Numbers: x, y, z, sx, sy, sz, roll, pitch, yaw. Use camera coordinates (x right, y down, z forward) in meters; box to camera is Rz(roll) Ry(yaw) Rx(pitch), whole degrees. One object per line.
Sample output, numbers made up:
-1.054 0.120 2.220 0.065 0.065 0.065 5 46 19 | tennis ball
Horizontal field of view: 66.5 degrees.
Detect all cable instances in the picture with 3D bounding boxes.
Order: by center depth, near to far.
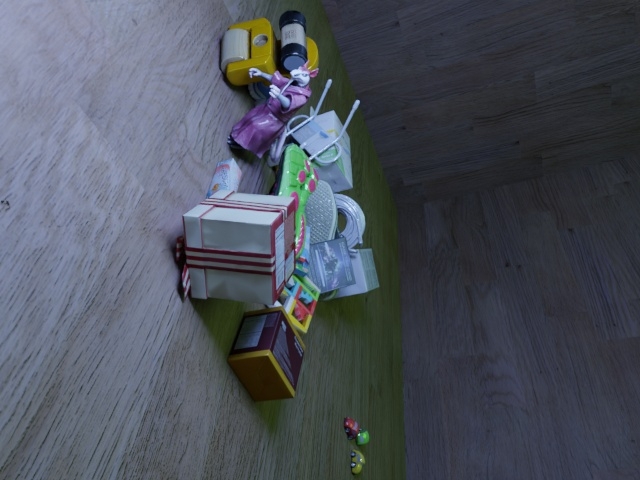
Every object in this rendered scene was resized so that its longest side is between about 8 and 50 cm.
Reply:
0.070 -0.076 2.151 0.089 0.257 0.257 -11 105 -77 | cable

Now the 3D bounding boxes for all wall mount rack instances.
-0.006 -0.477 1.971 0.350 0.304 0.130 49 -6 36 | wall mount rack

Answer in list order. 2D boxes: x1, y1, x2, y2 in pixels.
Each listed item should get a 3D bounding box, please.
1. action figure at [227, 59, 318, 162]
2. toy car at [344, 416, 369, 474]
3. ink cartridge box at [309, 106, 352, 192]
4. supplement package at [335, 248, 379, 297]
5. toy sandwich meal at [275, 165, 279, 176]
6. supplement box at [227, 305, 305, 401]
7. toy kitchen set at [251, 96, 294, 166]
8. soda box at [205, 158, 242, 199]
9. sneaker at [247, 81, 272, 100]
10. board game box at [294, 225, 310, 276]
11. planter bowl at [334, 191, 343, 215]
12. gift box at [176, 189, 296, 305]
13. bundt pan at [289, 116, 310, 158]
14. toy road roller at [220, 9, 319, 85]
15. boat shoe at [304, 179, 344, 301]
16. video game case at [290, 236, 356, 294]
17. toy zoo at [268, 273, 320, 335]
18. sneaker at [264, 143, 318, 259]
-0.128 -0.421 1.601 0.275 0.370 0.248 33 29 -37 | action figure
0.175 0.887 2.171 0.225 0.053 0.239 14 66 -69 | toy car
0.046 -0.409 2.116 0.207 0.119 0.354 48 34 -54 | ink cartridge box
0.137 0.152 2.292 0.262 0.199 0.198 1 77 -71 | supplement package
-0.164 -0.279 1.953 0.085 0.029 0.086 -7 90 -72 | toy sandwich meal
-0.151 0.333 1.441 0.194 0.129 0.191 -76 148 -52 | supplement box
-0.171 -0.423 1.871 0.166 0.122 0.207 -82 153 -46 | toy kitchen set
-0.288 -0.163 1.465 0.063 0.058 0.183 60 25 -42 | soda box
-0.164 -0.581 1.956 0.330 0.147 0.130 22 58 -69 | sneaker
-0.113 0.012 1.794 0.160 0.039 0.212 26 47 -30 | board game box
0.023 -0.186 2.277 0.109 0.162 0.162 59 1 44 | planter bowl
-0.216 0.032 1.265 0.255 0.258 0.277 -53 148 -69 | gift box
-0.041 -0.395 2.235 0.331 0.124 0.331 -13 90 -71 | bundt pan
-0.168 -0.628 1.726 0.241 0.329 0.203 65 20 -65 | toy road roller
0.000 0.000 2.034 0.156 0.186 0.501 7 77 -76 | boat shoe
-0.001 0.107 1.898 0.274 0.026 0.196 -13 91 -27 | video game case
-0.100 0.203 1.713 0.192 0.030 0.293 46 29 -15 | toy zoo
-0.140 -0.137 1.649 0.185 0.202 0.483 48 42 -40 | sneaker
